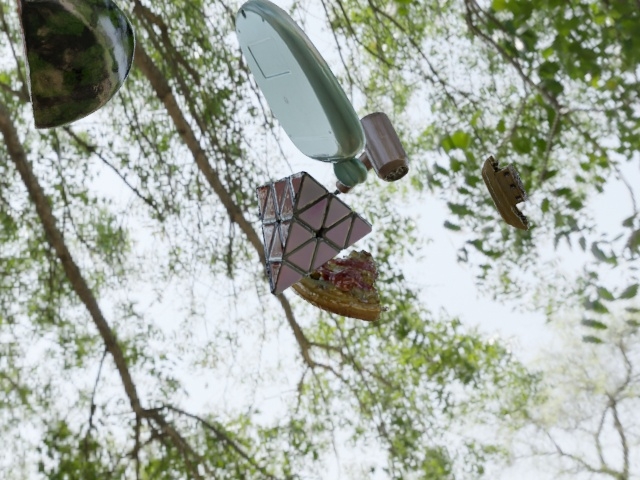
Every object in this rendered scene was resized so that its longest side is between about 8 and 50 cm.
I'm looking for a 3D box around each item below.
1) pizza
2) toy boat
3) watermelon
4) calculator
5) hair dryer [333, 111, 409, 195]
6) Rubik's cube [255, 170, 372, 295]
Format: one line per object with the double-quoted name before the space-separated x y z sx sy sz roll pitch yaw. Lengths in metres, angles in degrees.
"pizza" 0.053 0.062 1.317 0.188 0.199 0.062 19 -56 13
"toy boat" 0.454 -0.115 1.730 0.077 0.200 0.057 -23 8 31
"watermelon" -0.243 -0.168 0.650 0.125 0.094 0.135 16 -82 -61
"calculator" -0.023 -0.192 0.984 0.042 0.184 0.295 -39 -69 -18
"hair dryer" 0.078 -0.128 1.275 0.064 0.117 0.182 -4 -30 -37
"Rubik's cube" 0.000 0.000 1.164 0.178 0.190 0.211 7 -1 -22
